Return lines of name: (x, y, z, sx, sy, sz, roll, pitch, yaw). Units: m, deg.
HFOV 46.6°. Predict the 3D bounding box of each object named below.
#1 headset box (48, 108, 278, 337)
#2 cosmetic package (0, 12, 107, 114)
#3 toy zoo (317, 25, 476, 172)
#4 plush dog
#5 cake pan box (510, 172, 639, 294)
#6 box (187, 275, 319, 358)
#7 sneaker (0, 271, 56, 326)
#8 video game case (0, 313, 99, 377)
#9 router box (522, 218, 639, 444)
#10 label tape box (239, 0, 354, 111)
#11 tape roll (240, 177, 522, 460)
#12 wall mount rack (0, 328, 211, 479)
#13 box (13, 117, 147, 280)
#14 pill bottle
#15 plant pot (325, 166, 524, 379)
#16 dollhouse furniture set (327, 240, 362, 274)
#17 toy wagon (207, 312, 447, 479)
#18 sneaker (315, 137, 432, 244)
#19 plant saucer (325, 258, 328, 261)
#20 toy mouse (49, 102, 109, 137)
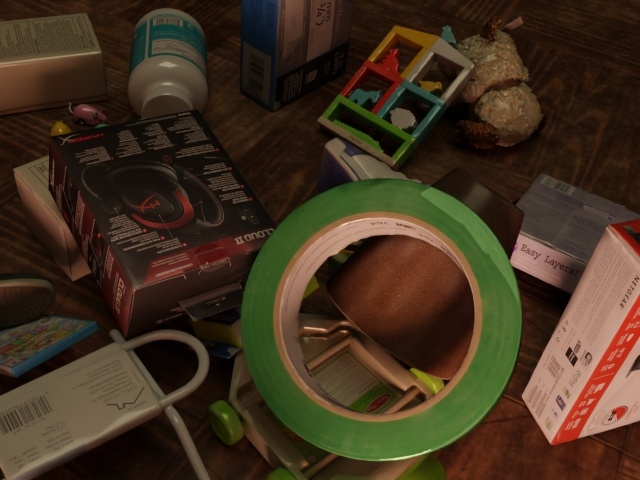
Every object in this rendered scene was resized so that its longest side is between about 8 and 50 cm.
headset box: (-0.200, -0.023, 0.980, 0.218, 0.110, 0.293, -19, 59, -33)
cosmetic package: (-0.573, -0.327, 1.394, 0.309, 0.113, 0.160, -13, 48, -19)
toy zoo: (0.155, -0.287, 1.401, 0.192, 0.030, 0.293, 35, 82, 27)
plush dog: (0.344, -0.290, 1.450, 0.262, 0.210, 0.225, -19, 77, -22)
cake pan box: (0.425, 0.001, 1.199, 0.267, 0.070, 0.246, 27, 34, 18)
box: (-0.100, 0.094, 1.048, 0.178, 0.042, 0.109, -36, 23, -35)
sneaker: (-0.470, 0.056, 1.021, 0.222, 0.083, 0.118, -10, 44, 0)
video game case: (-0.377, 0.131, 0.955, 0.166, 0.015, 0.119, 0, 24, 44)
router box: (0.446, 0.102, 0.938, 0.301, 0.335, 0.082, -10, 46, -17)
label tape box: (-0.009, -0.440, 1.492, 0.106, 0.241, 0.333, 35, 51, 25)
tape roll: (0.070, 0.090, 0.866, 0.321, 0.077, 0.321, -4, 74, 15)
wall mount rack: (-0.258, 0.259, 0.843, 0.350, 0.130, 0.304, -24, 49, -28)
box: (-0.325, -0.069, 1.155, 0.232, 0.127, 0.148, -30, 57, -32)
pill bottle: (-0.284, -0.310, 1.391, 0.146, 0.146, 0.264, -1, 45, -9)
plant pot: (0.160, 0.027, 0.992, 0.215, 0.230, 0.215, 33, 12, -8)
dollhouse furniture set: (-0.010, 0.030, 1.138, 0.151, 0.076, 0.058, 13, 41, 20)
toy wagon: (0.037, 0.234, 0.942, 0.267, 0.068, 0.344, -29, 56, -31)
sneaker: (0.150, -0.051, 1.218, 0.182, 0.127, 0.315, -29, 62, -36)
plant saucer: (0.000, 0.000, 1.210, 0.083, 0.015, 0.083, 4, 44, -4)
toy mouse: (-0.419, -0.211, 1.354, 0.143, 0.031, 0.161, -7, 46, -14)
